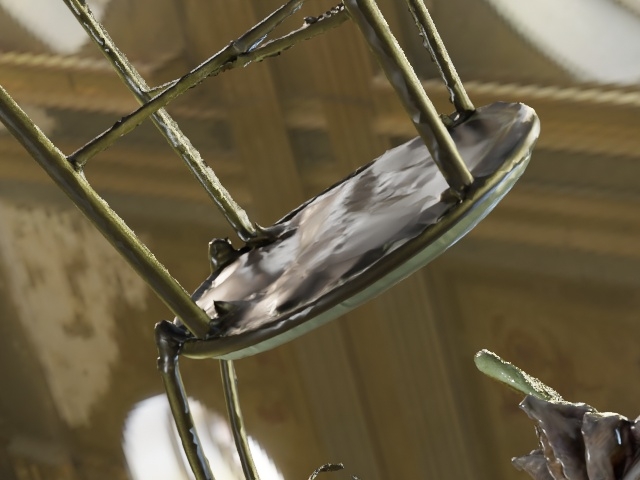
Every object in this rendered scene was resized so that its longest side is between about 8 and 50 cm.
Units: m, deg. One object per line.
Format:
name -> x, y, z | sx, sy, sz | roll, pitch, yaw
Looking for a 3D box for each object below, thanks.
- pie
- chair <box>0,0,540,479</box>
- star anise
pie -> 0.151, 0.107, 1.361 | 0.017, 0.085, 0.085 | -59, -146, -3
chair -> 0.000, 0.000, 0.611 | 0.170, 0.326, 0.160 | -28, -166, 16
star anise -> 0.207, 0.175, 1.194 | 0.195, 0.182, 0.065 | 19, -130, 41
